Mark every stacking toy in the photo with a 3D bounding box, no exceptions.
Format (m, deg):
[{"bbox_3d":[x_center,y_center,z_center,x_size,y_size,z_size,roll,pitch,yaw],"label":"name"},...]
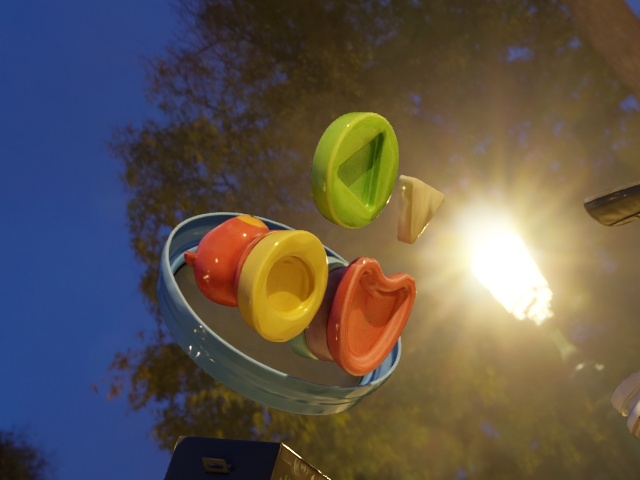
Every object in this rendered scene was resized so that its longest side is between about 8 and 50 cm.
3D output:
[{"bbox_3d":[0.000,0.000,1.072,0.309,0.130,0.279,38,-108,-52],"label":"stacking toy"}]

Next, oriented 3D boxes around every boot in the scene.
[{"bbox_3d":[0.620,-0.068,1.657,0.189,0.076,0.208,26,-35,-16],"label":"boot"}]

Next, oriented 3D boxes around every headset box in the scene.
[{"bbox_3d":[-0.121,0.470,1.659,0.246,0.131,0.283,-5,-36,35],"label":"headset box"}]

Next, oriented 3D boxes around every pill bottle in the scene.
[{"bbox_3d":[0.614,0.324,1.609,0.112,0.186,0.112,-24,-43,-25],"label":"pill bottle"}]

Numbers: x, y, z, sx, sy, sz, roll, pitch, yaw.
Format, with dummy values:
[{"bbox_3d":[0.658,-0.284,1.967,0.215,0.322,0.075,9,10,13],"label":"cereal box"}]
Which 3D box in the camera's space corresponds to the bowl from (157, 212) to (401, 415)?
[{"bbox_3d":[-0.065,0.106,1.371,0.391,0.391,0.077,5,-54,-40],"label":"bowl"}]
